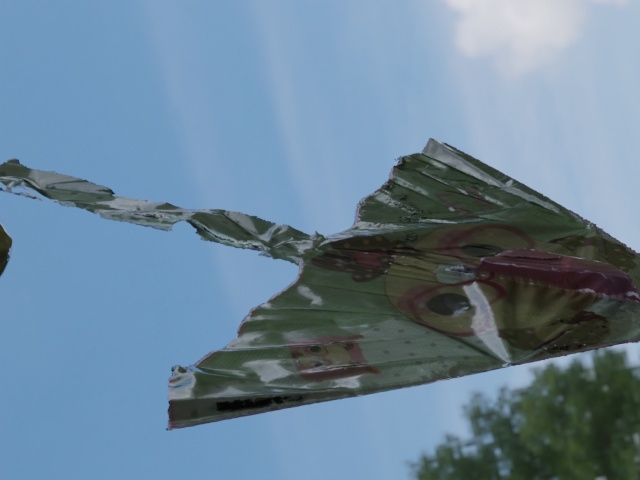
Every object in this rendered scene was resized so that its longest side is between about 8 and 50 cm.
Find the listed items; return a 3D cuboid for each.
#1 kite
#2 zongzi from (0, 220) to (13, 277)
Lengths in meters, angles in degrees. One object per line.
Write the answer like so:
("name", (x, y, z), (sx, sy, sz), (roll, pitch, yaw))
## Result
("kite", (0.000, 0.001, 0.442), (0.229, 0.250, 0.012), (-39, -45, -59))
("zongzi", (-0.316, -0.022, 0.735), (0.286, 0.134, 0.288), (40, -159, -8))
